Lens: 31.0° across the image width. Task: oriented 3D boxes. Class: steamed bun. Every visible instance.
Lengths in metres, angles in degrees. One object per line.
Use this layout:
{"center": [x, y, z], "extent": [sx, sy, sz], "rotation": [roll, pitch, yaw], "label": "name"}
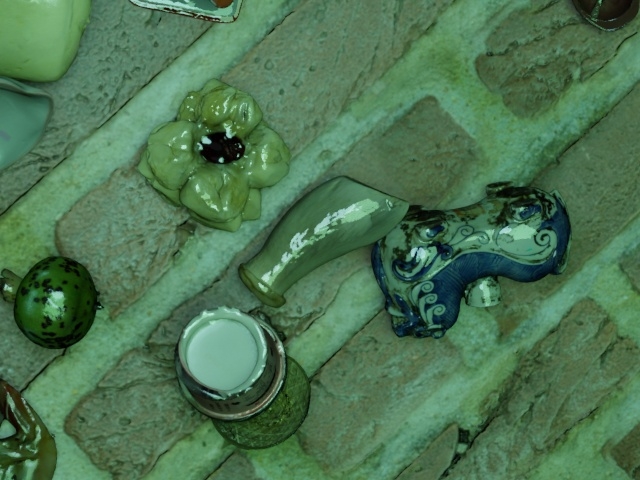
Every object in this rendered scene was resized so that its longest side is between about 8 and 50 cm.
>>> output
{"center": [-0.133, -0.103, 1.537], "extent": [0.177, 0.106, 0.192], "rotation": [-42, 104, -5], "label": "steamed bun"}
{"center": [-0.394, -0.328, 1.425], "extent": [0.232, 0.166, 0.272], "rotation": [13, 92, -16], "label": "steamed bun"}

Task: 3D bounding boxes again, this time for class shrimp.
{"center": [-0.424, 0.245, 1.523], "extent": [0.152, 0.063, 0.287], "rotation": [1, 98, -15], "label": "shrimp"}

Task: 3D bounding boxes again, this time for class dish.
{"center": [-0.449, -0.151, 1.431], "extent": [0.229, 0.229, 0.081], "rotation": [-28, 73, -9], "label": "dish"}

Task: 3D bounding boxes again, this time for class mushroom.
{"center": [-0.002, -0.010, 1.583], "extent": [0.247, 0.096, 0.108], "rotation": [-35, 98, -2], "label": "mushroom"}

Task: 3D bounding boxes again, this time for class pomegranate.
{"center": [-0.361, 0.075, 1.501], "extent": [0.162, 0.122, 0.122], "rotation": [18, 91, 9], "label": "pomegranate"}

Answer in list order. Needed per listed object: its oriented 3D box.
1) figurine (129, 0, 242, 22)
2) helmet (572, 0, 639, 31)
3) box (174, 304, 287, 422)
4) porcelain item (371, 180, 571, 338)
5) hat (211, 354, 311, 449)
{"center": [-0.150, -0.385, 1.447], "extent": [0.160, 0.226, 0.183], "rotation": [9, 93, -13], "label": "figurine"}
{"center": [0.410, -0.363, 1.666], "extent": [0.089, 0.057, 0.111], "rotation": [-27, 114, 26], "label": "helmet"}
{"center": [-0.122, 0.159, 1.522], "extent": [0.151, 0.135, 0.151], "rotation": [-1, 76, 2], "label": "box"}
{"center": [0.217, 0.029, 1.619], "extent": [0.288, 0.138, 0.186], "rotation": [-14, 109, -10], "label": "porcelain item"}
{"center": [-0.076, 0.229, 1.608], "extent": [0.146, 0.067, 0.146], "rotation": [-6, 63, 12], "label": "hat"}
